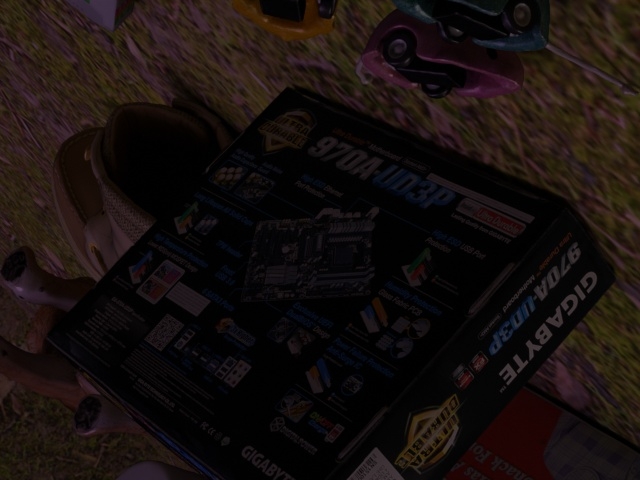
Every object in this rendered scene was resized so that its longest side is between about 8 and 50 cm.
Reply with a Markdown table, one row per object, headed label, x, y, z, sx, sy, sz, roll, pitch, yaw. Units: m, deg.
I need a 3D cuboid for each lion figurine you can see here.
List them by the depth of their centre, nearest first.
| label | x | y | z | sx | sy | sz | roll | pitch | yaw |
| --- | --- | --- | --- | --- | --- | --- | --- | --- | --- |
| lion figurine | -0.117 | 0.106 | 1.384 | 0.240 | 0.142 | 0.392 | 28 | -179 | -45 |

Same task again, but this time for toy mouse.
| label | x | y | z | sx | sy | sz | roll | pitch | yaw |
| --- | --- | --- | --- | --- | --- | --- | --- | --- | --- |
| toy mouse | 0.041 | -0.078 | 0.615 | 0.143 | 0.031 | 0.161 | 12 | 170 | 10 |

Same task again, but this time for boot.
| label | x | y | z | sx | sy | sz | roll | pitch | yaw |
| --- | --- | --- | --- | --- | --- | --- | --- | --- | --- |
| boot | -0.107 | -0.026 | 1.129 | 0.262 | 0.095 | 0.203 | 54 | 165 | 34 |

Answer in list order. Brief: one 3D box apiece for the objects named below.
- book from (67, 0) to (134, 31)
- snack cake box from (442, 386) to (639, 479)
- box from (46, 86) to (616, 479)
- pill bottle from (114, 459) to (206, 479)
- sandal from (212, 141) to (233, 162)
| label | x | y | z | sx | sy | sz | roll | pitch | yaw |
| --- | --- | --- | --- | --- | --- | --- | --- | --- | --- |
| book | -0.133 | -0.167 | 0.925 | 0.096 | 0.035 | 0.144 | 41 | 165 | 2 |
| snack cake box | 0.133 | 0.187 | 0.903 | 0.264 | 0.152 | 0.089 | 30 | 161 | 48 |
| box | -0.005 | 0.031 | 0.804 | 0.220 | 0.175 | 0.051 | 28 | 161 | 51 |
| pill bottle | -0.012 | 0.269 | 1.309 | 0.318 | 0.176 | 0.176 | 25 | 178 | -30 |
| sandal | 0.000 | 0.000 | 0.944 | 0.049 | 0.072 | 0.180 | 36 | 178 | -43 |
